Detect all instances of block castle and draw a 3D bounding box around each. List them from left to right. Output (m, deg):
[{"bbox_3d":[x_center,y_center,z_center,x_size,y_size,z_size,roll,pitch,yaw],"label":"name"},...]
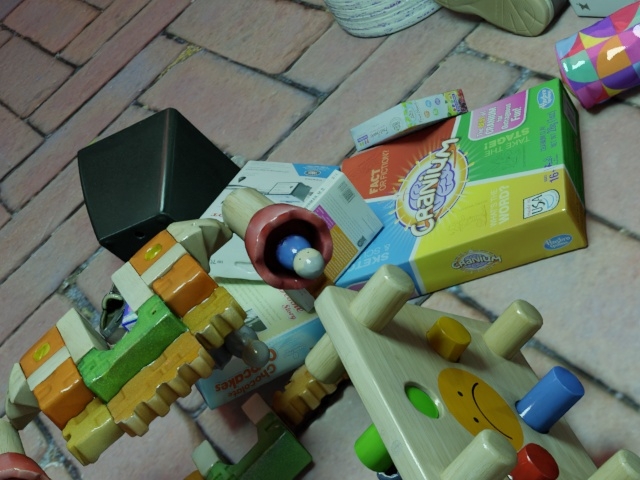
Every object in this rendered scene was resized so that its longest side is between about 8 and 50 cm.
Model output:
[{"bbox_3d":[-0.120,0.186,1.155,0.453,0.303,0.213,-43,28,-6],"label":"block castle"}]

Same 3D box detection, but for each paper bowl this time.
[{"bbox_3d":[0.118,-0.484,1.825,0.284,0.148,0.284,-24,37,19],"label":"paper bowl"}]

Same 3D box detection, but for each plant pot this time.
[{"bbox_3d":[-0.244,-0.055,1.654,0.188,0.187,0.167,-21,50,24],"label":"plant pot"}]

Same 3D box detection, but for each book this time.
[{"bbox_3d":[0.000,0.000,1.315,0.144,0.096,0.035,-47,35,-11],"label":"book"}]

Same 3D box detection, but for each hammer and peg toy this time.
[{"bbox_3d":[0.158,0.192,0.928,0.127,0.265,0.361,-52,46,25],"label":"hammer and peg toy"}]

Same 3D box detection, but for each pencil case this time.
[{"bbox_3d":[0.404,-0.251,1.344,0.236,0.104,0.104,-26,37,17],"label":"pencil case"}]

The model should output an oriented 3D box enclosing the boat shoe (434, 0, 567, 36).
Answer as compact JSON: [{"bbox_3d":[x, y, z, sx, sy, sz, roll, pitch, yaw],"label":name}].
[{"bbox_3d":[0.240,-0.391,1.623,0.092,0.103,0.285,-34,51,-28],"label":"boat shoe"}]

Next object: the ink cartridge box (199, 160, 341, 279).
[{"bbox_3d":[-0.061,-0.029,1.450,0.139,0.082,0.191,4,28,17],"label":"ink cartridge box"}]

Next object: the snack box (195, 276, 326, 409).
[{"bbox_3d":[-0.121,0.079,1.438,0.187,0.060,0.322,-25,32,-13],"label":"snack box"}]

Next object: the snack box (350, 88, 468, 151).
[{"bbox_3d":[0.117,-0.160,1.476,0.100,0.037,0.141,-19,0,-28],"label":"snack box"}]

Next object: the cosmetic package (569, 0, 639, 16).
[{"bbox_3d":[0.417,-0.410,1.463,0.151,0.151,0.184,17,64,50],"label":"cosmetic package"}]

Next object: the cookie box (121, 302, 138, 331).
[{"bbox_3d":[-0.235,0.080,1.602,0.091,0.040,0.107,-22,38,22],"label":"cookie box"}]

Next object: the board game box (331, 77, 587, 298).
[{"bbox_3d":[0.165,-0.052,1.365,0.316,0.064,0.242,-20,39,26],"label":"board game box"}]

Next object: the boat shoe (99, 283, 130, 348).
[{"bbox_3d":[-0.299,0.096,1.635,0.056,0.049,0.152,-29,35,14],"label":"boat shoe"}]

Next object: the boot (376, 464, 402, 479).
[{"bbox_3d":[0.130,0.186,1.111,0.069,0.086,0.190,4,53,45],"label":"boot"}]
